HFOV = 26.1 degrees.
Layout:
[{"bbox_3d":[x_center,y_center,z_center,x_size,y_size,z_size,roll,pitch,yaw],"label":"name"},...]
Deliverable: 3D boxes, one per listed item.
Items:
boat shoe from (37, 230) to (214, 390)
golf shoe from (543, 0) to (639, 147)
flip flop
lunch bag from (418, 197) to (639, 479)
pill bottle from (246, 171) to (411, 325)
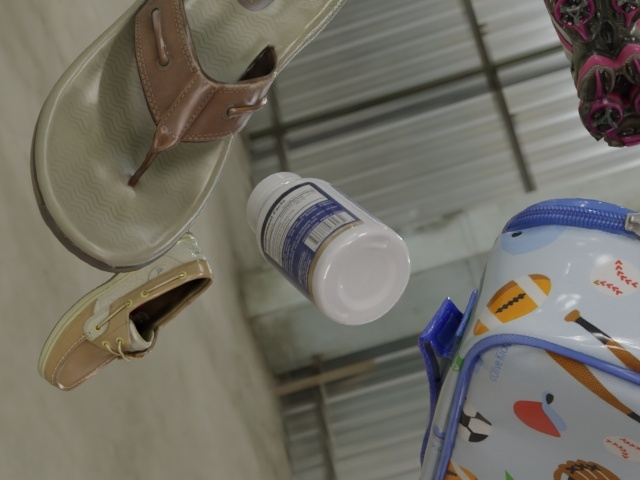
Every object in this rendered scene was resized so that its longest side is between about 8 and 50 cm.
[{"bbox_3d":[-0.123,0.051,0.875,0.045,0.135,0.050,50,11,30],"label":"boat shoe"},{"bbox_3d":[0.161,-0.146,0.803,0.086,0.067,0.186,-94,170,-49],"label":"golf shoe"},{"bbox_3d":[-0.063,-0.105,0.791,0.112,0.277,0.080,42,-19,-9],"label":"flip flop"},{"bbox_3d":[0.165,0.108,0.704,0.303,0.243,0.115,95,18,-53],"label":"lunch bag"},{"bbox_3d":[0.000,0.000,1.235,0.169,0.094,0.094,40,-23,52],"label":"pill bottle"}]
